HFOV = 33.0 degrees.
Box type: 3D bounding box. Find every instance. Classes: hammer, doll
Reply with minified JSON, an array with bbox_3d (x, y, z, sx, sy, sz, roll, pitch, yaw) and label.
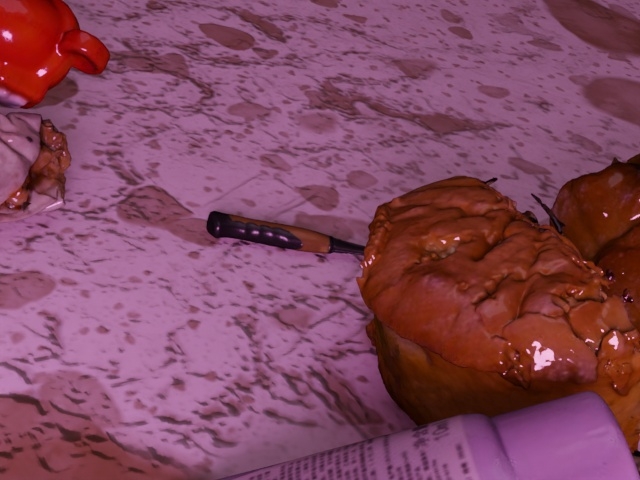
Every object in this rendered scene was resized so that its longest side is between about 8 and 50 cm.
[{"bbox_3d":[0.000,0.000,0.942,0.201,0.021,0.078,11,31,-13],"label":"hammer"},{"bbox_3d":[-0.341,-0.183,0.891,0.363,0.182,0.160,14,71,12],"label":"doll"}]

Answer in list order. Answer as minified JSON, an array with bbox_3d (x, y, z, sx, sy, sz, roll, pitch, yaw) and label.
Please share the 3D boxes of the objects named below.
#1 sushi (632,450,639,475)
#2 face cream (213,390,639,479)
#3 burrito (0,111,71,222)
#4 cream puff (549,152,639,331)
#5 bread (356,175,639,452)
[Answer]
[{"bbox_3d":[0.208,0.164,0.778,0.120,0.026,0.126,-17,45,-44],"label":"sushi"},{"bbox_3d":[0.032,0.161,0.585,0.274,0.096,0.154,-16,37,1],"label":"face cream"},{"bbox_3d":[-0.346,-0.027,0.763,0.392,0.076,0.117,-15,50,-39],"label":"burrito"},{"bbox_3d":[0.327,0.019,0.948,0.269,0.155,0.241,21,32,3],"label":"cream puff"},{"bbox_3d":[0.104,0.060,0.764,0.147,0.160,0.260,-19,38,-17],"label":"bread"}]
